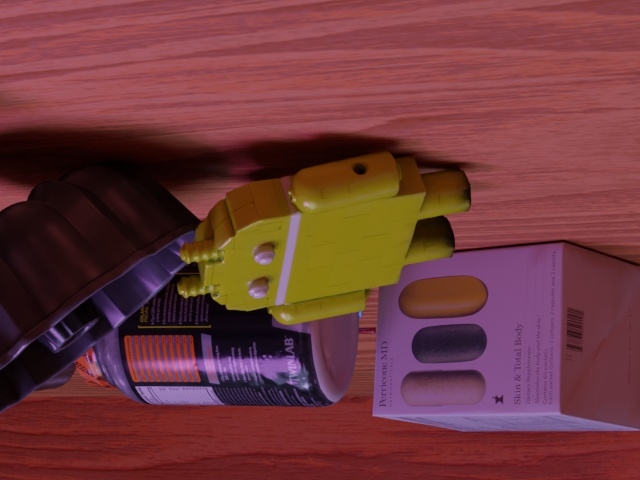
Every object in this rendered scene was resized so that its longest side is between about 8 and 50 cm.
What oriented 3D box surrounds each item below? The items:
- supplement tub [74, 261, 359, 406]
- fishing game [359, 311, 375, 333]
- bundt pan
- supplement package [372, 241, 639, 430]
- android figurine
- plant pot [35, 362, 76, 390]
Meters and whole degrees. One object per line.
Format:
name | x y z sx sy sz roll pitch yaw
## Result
supplement tub | -0.127 0.101 1.959 0.316 0.194 0.193 0 169 18
fishing game | -0.033 0.080 2.243 0.189 0.041 0.264 -4 159 23
bundt pan | -0.266 0.043 1.550 0.331 0.124 0.331 -38 176 -3
supplement package | 0.227 0.124 1.971 0.262 0.199 0.198 -6 166 39
android figurine | 0.000 0.000 1.512 0.273 0.056 0.248 -11 151 -16
plant pot | -0.474 0.170 2.540 0.167 0.167 0.165 -6 174 39
